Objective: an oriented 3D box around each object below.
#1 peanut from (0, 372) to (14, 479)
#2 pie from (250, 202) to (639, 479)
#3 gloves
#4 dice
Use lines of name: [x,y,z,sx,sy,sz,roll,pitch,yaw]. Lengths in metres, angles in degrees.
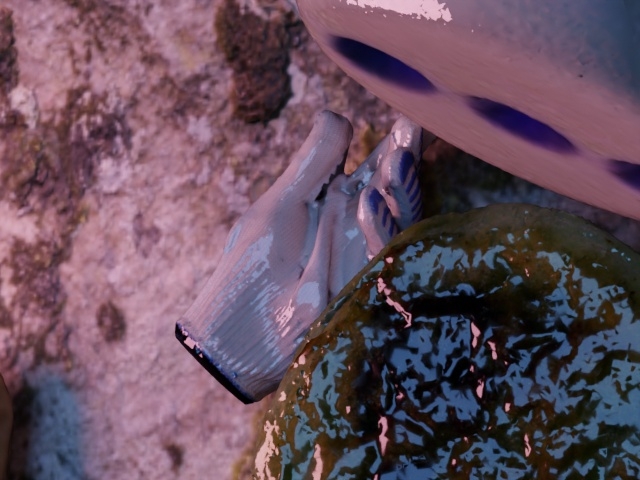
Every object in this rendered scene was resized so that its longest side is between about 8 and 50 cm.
peanut: [-0.266,0.213,1.315,0.149,0.149,0.313,-20,64,21]
pie: [0.108,0.128,1.153,0.323,0.070,0.323,-1,87,19]
gloves: [-0.001,0.003,1.256,0.119,0.097,0.229,42,99,16]
dice: [0.171,-0.197,1.067,0.304,0.277,0.304,16,76,58]
